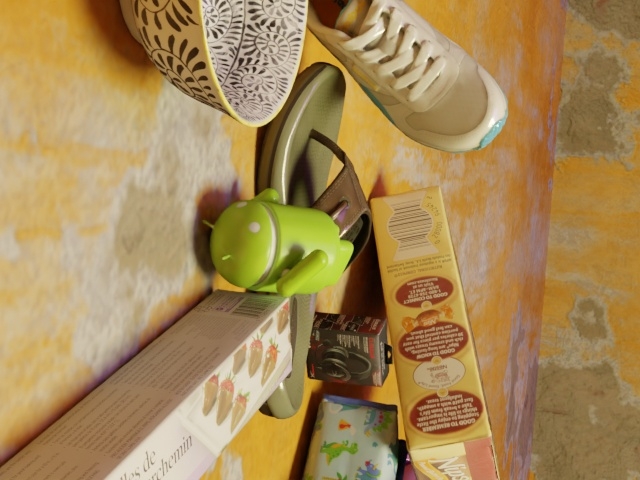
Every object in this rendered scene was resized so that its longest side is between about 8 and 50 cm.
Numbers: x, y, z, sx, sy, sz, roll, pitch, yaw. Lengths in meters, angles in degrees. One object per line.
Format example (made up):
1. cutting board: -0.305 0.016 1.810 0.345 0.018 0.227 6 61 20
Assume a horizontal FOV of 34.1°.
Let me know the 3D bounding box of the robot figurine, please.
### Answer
1. robot figurine: -0.032 0.006 0.782 0.115 0.101 0.067 8 122 -36

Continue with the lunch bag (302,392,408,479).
1. lunch bag: 0.034 0.246 1.053 0.151 0.096 0.129 89 13 -57

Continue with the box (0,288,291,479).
1. box: -0.103 0.117 0.652 0.324 0.067 0.063 -44 136 -64

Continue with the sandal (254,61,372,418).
1. sandal: 0.000 0.001 0.888 0.120 0.086 0.302 11 83 -71

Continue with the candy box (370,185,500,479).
1. candy box: 0.126 0.120 1.137 0.183 0.088 0.316 70 12 -51

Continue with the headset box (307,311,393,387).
1. headset box: 0.030 0.105 1.007 0.032 0.083 0.062 -55 146 -56

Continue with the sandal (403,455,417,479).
1. sandal: 0.084 0.348 1.117 0.416 0.169 0.102 -77 169 -60

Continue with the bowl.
1. bowl: -0.073 -0.158 0.646 0.170 0.080 0.170 5 90 -72

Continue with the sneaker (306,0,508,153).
1. sneaker: 0.055 -0.155 0.857 0.087 0.229 0.092 -50 158 9
